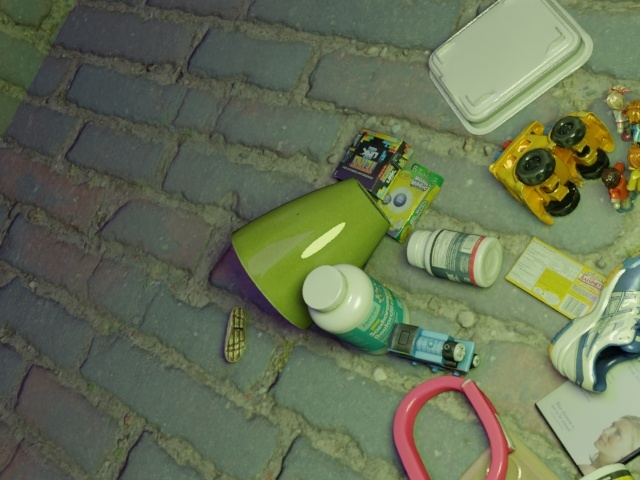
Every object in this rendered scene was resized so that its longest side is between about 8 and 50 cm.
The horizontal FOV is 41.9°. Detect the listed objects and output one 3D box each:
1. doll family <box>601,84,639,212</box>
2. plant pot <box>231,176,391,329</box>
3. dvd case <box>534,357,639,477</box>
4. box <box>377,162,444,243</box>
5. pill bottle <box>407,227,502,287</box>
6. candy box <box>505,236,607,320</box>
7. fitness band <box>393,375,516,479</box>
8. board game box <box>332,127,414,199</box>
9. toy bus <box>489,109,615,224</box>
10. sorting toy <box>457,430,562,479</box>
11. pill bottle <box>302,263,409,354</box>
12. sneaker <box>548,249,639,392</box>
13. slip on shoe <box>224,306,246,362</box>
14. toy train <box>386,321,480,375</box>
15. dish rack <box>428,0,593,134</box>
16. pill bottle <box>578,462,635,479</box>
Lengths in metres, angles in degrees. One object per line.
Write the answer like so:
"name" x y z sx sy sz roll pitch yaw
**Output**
"doll family" 0.610 -0.186 1.601 0.118 0.163 0.263 -4 67 32
"plant pot" 0.000 0.000 1.861 0.293 0.275 0.275 -39 53 8
"dvd case" 0.539 0.299 1.513 0.253 0.022 0.180 -39 52 12
"box" 0.195 -0.092 1.912 0.105 0.043 0.179 34 88 40
"pill bottle" 0.279 0.031 1.756 0.180 0.108 0.108 12 76 37
"candy box" 0.475 0.084 1.652 0.206 0.027 0.105 36 88 39
"fitness band" 0.251 0.389 1.613 0.209 0.054 0.291 -38 42 12
"board game box" 0.121 -0.184 1.973 0.141 0.048 0.170 -57 36 -4
"toy bus" 0.458 -0.174 1.727 0.220 0.149 0.211 -49 35 2
"sorting toy" 0.344 0.489 1.549 0.208 0.038 0.193 -47 51 1
"pill bottle" 0.070 0.139 1.744 0.146 0.264 0.146 -14 62 28
"sneaker" 0.553 0.147 1.506 0.296 0.112 0.131 -52 38 8
"slip on shoe" -0.209 0.230 2.033 0.041 0.051 0.135 143 131 -67
"toy train" 0.230 0.222 1.701 0.184 0.105 0.080 9 74 36
"dish rack" 0.414 -0.428 1.907 0.333 0.072 0.286 -37 54 15
"pill bottle" 0.509 0.488 1.383 0.119 0.119 0.208 -37 53 14
